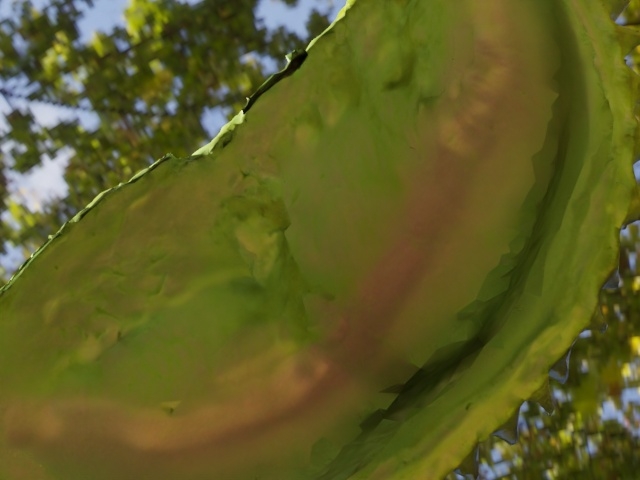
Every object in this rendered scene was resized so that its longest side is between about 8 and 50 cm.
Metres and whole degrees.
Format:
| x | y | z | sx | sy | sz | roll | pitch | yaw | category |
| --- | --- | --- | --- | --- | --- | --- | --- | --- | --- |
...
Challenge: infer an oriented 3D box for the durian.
| x | y | z | sx | sy | sz | roll | pitch | yaw | category |
| --- | --- | --- | --- | --- | --- | --- | --- | --- | --- |
| 0.006 | 0.002 | 0.616 | 0.157 | 0.169 | 0.355 | 19 | -118 | 45 | durian |
